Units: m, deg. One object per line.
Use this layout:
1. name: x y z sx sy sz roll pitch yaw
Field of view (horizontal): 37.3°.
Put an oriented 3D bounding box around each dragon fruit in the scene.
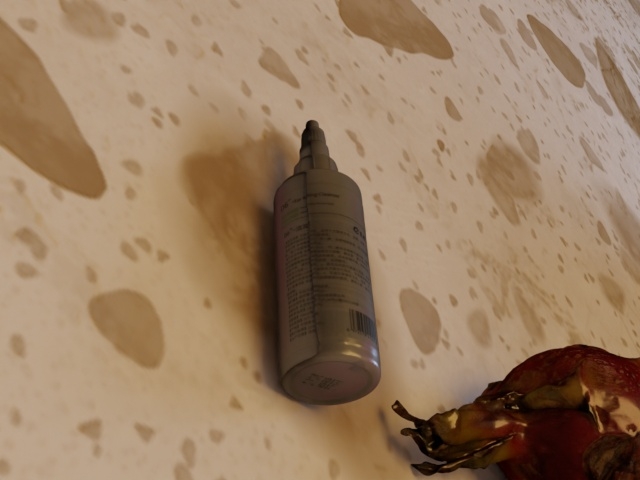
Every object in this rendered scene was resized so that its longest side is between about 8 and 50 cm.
1. dragon fruit: 0.153 0.130 0.635 0.246 0.125 0.125 5 26 -31

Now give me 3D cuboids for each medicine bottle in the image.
1. medicine bottle: 0.000 0.000 0.576 0.057 0.057 0.199 31 40 -38
